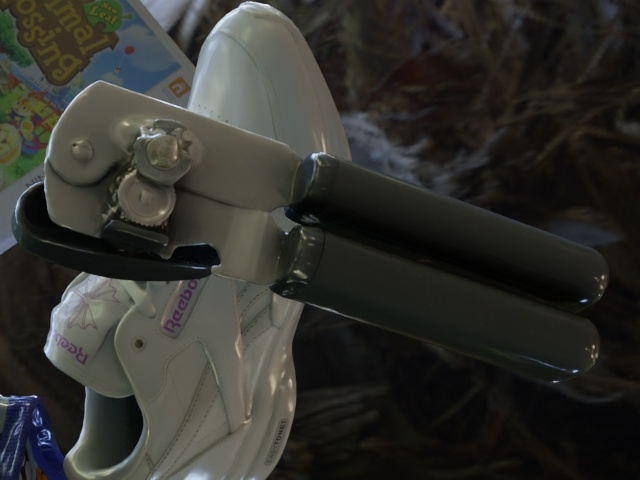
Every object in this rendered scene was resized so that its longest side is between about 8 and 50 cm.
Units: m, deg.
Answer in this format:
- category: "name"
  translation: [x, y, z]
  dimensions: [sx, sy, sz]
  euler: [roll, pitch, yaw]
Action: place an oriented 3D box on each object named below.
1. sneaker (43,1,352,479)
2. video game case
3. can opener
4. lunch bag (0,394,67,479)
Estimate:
- category: "sneaker"
  translation: [-0.071, 0.017, 0.885]
  dimensions: [0.152, 0.114, 0.305]
  euler: [-4, -68, -39]
- category: "video game case"
  translation: [-0.212, -0.123, 1.092]
  dimensions: [0.193, 0.023, 0.212]
  euler: [-36, -104, -13]
- category: "can opener"
  translation: [0.000, 0.000, 0.736]
  dimensions: [0.280, 0.093, 0.074]
  euler: [16, -112, -11]
- category: "lunch bag"
  translation: [-0.315, 0.242, 0.988]
  dimensions: [0.327, 0.385, 0.239]
  euler: [7, -113, 3]
